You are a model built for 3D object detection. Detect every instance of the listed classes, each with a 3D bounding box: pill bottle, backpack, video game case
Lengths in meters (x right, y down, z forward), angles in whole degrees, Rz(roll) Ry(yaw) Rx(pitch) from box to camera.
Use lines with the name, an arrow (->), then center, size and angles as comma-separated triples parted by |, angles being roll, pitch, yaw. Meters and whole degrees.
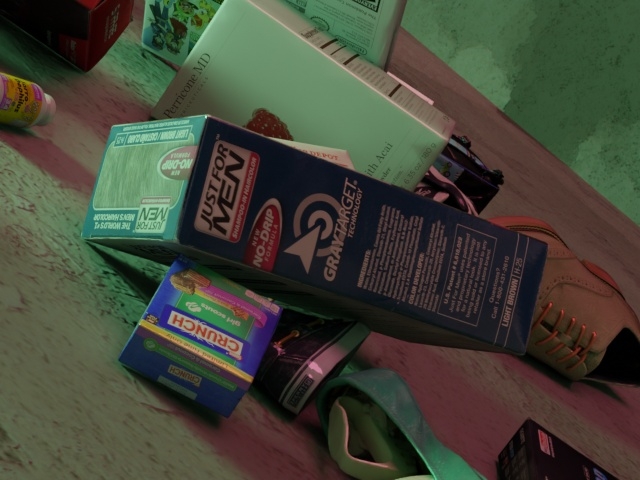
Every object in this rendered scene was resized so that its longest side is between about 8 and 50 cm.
pill bottle -> -0.276, -0.125, 1.426 | 0.043, 0.043, 0.083 | 43, 15, 29
backpack -> 0.148, -0.106, 2.242 | 0.173, 0.117, 0.158 | 28, 15, -31
video game case -> -0.063, -0.279, 1.940 | 0.329, 0.300, 0.036 | 28, 51, 11

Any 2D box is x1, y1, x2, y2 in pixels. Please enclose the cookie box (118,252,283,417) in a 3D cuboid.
cookie box -> -0.085, 0.068, 1.155 | 0.092, 0.040, 0.107 | 28, 30, -4

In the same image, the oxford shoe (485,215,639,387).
oxford shoe -> 0.276, 0.080, 1.876 | 0.397, 0.140, 0.146 | 18, 28, -46

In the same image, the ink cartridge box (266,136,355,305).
ink cartridge box -> -0.016, -0.031, 1.519 | 0.115, 0.067, 0.198 | 8, 46, -37

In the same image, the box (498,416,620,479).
box -> 0.238, 0.252, 1.353 | 0.175, 0.051, 0.220 | 34, 14, -4

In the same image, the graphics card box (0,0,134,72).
graphics card box -> -0.366, -0.339, 1.666 | 0.371, 0.094, 0.233 | 36, -13, -3

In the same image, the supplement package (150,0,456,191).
supplement package -> -0.015, -0.139, 1.824 | 0.293, 0.177, 0.175 | 35, 14, 0

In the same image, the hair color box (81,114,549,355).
hair color box -> 0.000, 0.000, 1.319 | 0.347, 0.105, 0.174 | 19, -10, -31

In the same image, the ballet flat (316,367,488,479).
ballet flat -> 0.061, 0.179, 1.157 | 0.087, 0.083, 0.247 | -1, 30, -26

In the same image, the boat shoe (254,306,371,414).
boat shoe -> -0.017, 0.080, 1.295 | 0.083, 0.065, 0.183 | 38, 14, 7

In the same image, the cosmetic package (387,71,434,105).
cosmetic package -> 0.021, -0.199, 2.039 | 0.239, 0.099, 0.060 | 34, 57, 5

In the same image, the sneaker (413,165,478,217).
sneaker -> 0.112, -0.073, 2.086 | 0.235, 0.094, 0.153 | 44, 4, -5
